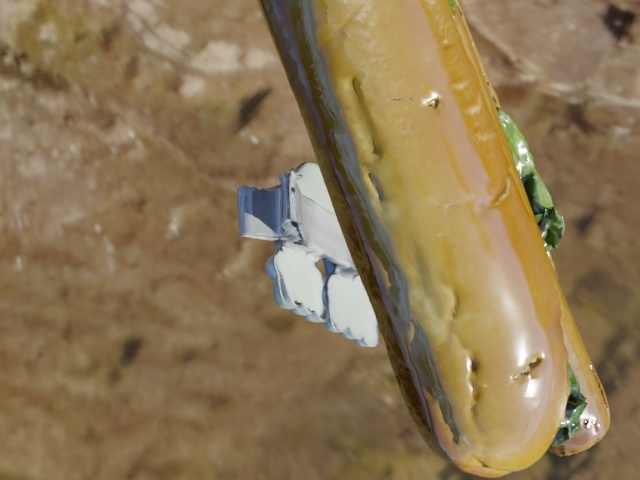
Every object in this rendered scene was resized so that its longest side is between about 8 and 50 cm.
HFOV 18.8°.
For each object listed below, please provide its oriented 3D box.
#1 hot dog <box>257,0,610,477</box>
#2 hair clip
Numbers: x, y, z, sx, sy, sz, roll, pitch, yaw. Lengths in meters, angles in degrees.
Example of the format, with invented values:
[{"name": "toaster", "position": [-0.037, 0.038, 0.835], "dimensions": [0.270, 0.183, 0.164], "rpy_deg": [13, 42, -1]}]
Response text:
[{"name": "hot dog", "position": [0.034, -0.037, 0.640], "dimensions": [0.068, 0.100, 0.249], "rpy_deg": [-18, 106, 10]}, {"name": "hair clip", "position": [0.000, 0.000, 1.558], "dimensions": [0.054, 0.220, 0.140], "rpy_deg": [-14, 71, 20]}]
